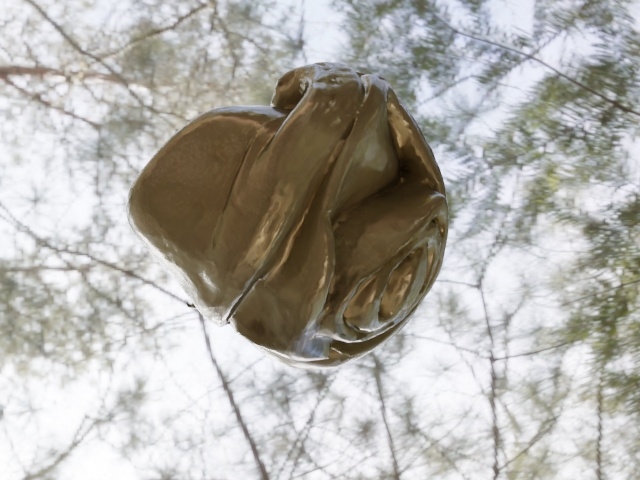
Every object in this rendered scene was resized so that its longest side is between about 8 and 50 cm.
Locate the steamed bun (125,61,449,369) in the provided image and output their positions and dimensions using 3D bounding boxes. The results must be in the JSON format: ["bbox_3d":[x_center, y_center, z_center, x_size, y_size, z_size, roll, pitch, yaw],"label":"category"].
[{"bbox_3d":[0.000,0.000,1.208,0.342,0.368,0.255,-39,-124,-2],"label":"steamed bun"}]
